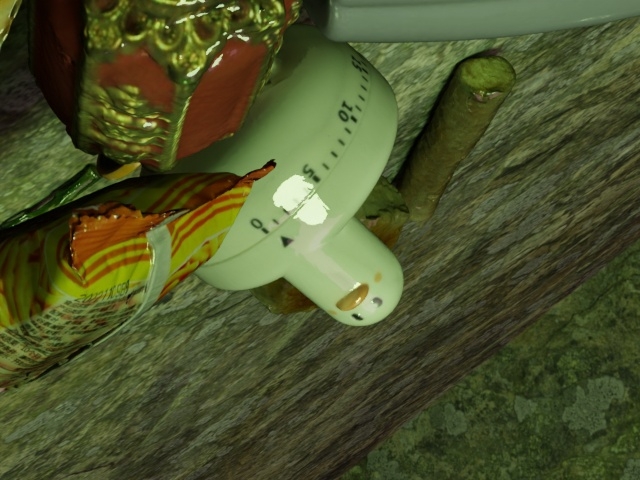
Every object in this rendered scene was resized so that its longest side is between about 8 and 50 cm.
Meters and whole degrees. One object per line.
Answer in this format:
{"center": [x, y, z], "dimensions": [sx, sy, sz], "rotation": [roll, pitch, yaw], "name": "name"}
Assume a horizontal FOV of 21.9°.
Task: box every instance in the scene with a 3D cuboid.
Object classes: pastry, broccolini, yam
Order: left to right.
{"center": [-0.248, -0.016, 1.459], "dimensions": [0.140, 0.035, 0.030], "rotation": [-36, 167, 4], "name": "broccolini"}
{"center": [0.000, 0.000, 1.861], "dimensions": [0.182, 0.093, 0.192], "rotation": [-12, 149, -49], "name": "pastry"}
{"center": [0.144, -0.110, 1.871], "dimensions": [0.066, 0.066, 0.300], "rotation": [-25, 162, -25], "name": "yam"}

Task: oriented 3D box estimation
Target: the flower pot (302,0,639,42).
{"center": [0.091, -0.253, 1.086], "dimensions": [0.243, 0.265, 0.265], "rotation": [-15, 159, -14], "name": "flower pot"}

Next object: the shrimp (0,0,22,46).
{"center": [-0.182, -0.192, 0.800], "dimensions": [0.317, 0.062, 0.164], "rotation": [-61, 149, 3], "name": "shrimp"}

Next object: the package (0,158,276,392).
{"center": [-0.182, 0.031, 1.162], "dimensions": [0.288, 0.108, 0.223], "rotation": [-21, -172, 34], "name": "package"}

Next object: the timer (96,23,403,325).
{"center": [-0.030, -0.055, 1.371], "dimensions": [0.233, 0.233, 0.240], "rotation": [-39, 119, 18], "name": "timer"}

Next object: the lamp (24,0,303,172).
{"center": [-0.108, -0.148, 1.082], "dimensions": [0.177, 0.177, 0.274], "rotation": [-28, 174, -16], "name": "lamp"}
